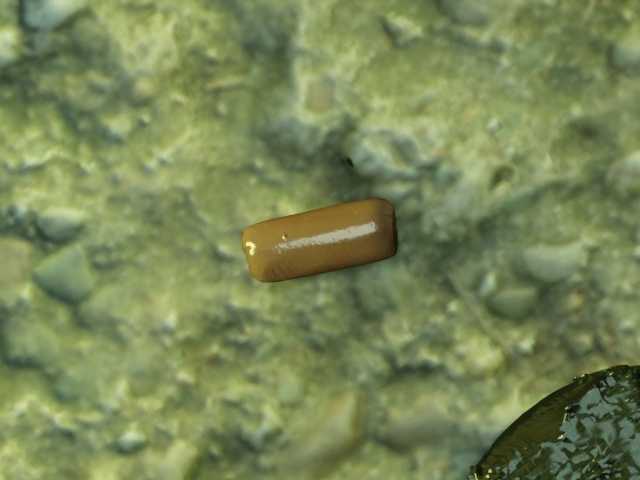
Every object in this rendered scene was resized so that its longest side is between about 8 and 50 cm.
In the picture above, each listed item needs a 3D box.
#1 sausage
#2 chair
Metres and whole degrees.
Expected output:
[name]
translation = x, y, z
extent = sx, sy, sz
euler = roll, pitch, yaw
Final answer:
[sausage]
translation = 0.000, 0.000, 0.877
extent = 0.083, 0.034, 0.034
euler = -11, 89, 12
[chair]
translation = 0.158, 0.168, 0.799
extent = 0.174, 0.149, 0.213
euler = -37, 80, 11
